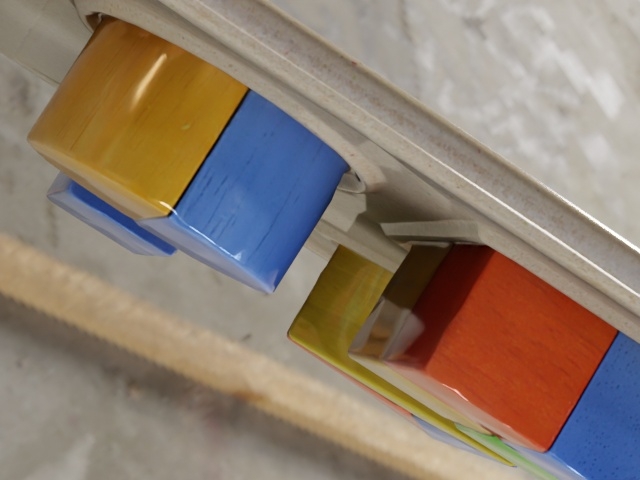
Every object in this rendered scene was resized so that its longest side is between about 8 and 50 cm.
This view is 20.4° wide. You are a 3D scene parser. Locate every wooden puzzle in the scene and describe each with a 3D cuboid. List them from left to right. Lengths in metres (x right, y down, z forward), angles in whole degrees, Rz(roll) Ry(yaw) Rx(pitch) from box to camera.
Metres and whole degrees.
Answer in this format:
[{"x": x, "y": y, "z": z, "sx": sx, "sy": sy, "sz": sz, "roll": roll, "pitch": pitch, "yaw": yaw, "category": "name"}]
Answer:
[{"x": 0.000, "y": 0.000, "z": 0.639, "sx": 0.348, "sy": 0.322, "sz": 0.080, "roll": 38, "pitch": 83, "yaw": -11, "category": "wooden puzzle"}]
